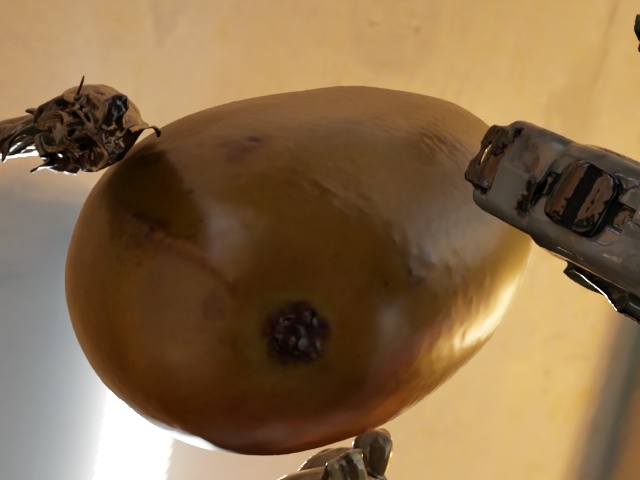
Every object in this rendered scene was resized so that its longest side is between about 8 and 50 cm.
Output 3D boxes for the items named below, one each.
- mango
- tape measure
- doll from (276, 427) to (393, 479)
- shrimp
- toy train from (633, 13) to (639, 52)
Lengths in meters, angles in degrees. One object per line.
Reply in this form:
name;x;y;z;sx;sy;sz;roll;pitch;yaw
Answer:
mango;0.000;0.000;1.201;0.446;0.300;0.232;-38;-52;-62
tape measure;0.249;0.031;0.991;0.330;0.164;0.084;27;-81;-25
doll;-0.011;0.389;1.465;0.379;0.252;0.382;-15;-92;-41
shrimp;-0.189;-0.063;1.024;0.169;0.296;0.058;-13;-84;-10
toy train;0.205;-0.145;0.836;0.071;0.038;0.148;3;-49;-3
